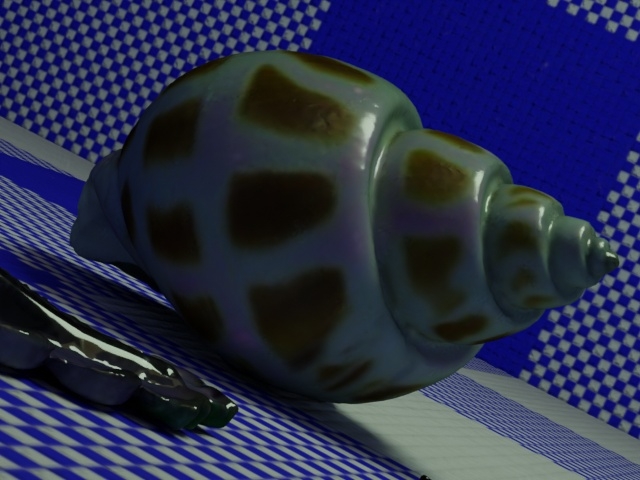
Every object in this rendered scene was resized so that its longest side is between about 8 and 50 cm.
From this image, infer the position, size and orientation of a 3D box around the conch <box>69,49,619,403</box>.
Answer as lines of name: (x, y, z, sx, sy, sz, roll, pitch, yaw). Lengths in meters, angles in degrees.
conch: (-0.001, 0.000, 1.088, 0.368, 0.197, 0.249, 35, -14, 38)

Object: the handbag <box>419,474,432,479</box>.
handbag: (0.083, 0.118, 0.453, 0.223, 0.080, 0.247, 26, 1, 20)

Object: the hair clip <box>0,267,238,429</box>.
hair clip: (-0.117, 0.029, 0.765, 0.195, 0.052, 0.124, 31, 5, -30)
